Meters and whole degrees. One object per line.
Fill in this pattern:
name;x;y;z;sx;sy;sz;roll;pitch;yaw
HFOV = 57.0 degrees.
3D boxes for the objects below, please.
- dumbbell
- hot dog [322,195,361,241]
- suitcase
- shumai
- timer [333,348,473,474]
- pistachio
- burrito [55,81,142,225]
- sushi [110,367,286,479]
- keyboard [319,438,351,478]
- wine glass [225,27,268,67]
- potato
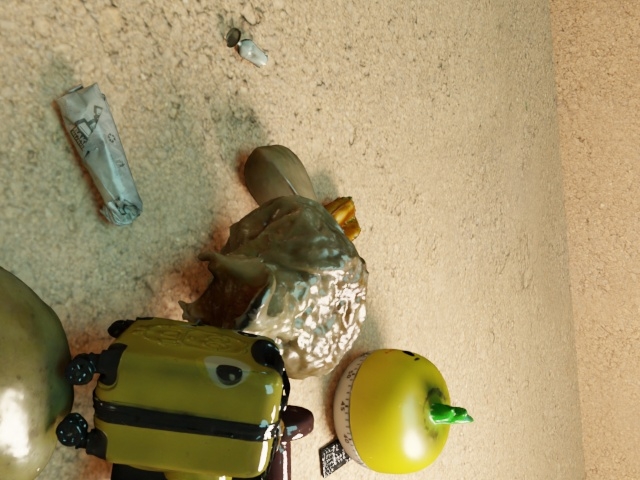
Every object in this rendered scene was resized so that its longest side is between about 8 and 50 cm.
dumbbell;-0.078;0.404;1.018;0.124;0.140;0.225;9;79;-82
hot dog;0.000;0.000;1.181;0.269;0.072;0.115;-38;117;-47
suitcase;-0.156;0.182;0.687;0.194;0.234;0.143;-127;-132;-83
shumai;-0.067;0.112;0.903;0.262;0.267;0.314;-51;127;-65
timer;0.192;0.359;1.237;0.285;0.285;0.285;3;87;-51
pistachio;-0.063;-0.091;1.065;0.108;0.126;0.185;-39;110;-15
burrito;-0.304;-0.117;0.820;0.064;0.064;0.203;-33;111;-47
sushi;-0.162;0.302;0.862;0.212;0.215;0.227;88;3;-63
keyboard;0.067;0.452;1.294;0.204;0.013;0.061;-10;96;-51
wine glass;-0.131;-0.346;1.061;0.039;0.042;0.083;-53;143;12
potato;-0.390;0.127;0.572;0.326;0.221;0.243;35;63;-46
